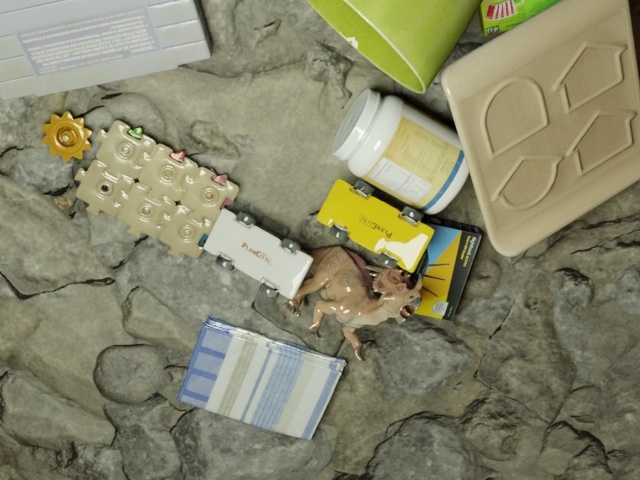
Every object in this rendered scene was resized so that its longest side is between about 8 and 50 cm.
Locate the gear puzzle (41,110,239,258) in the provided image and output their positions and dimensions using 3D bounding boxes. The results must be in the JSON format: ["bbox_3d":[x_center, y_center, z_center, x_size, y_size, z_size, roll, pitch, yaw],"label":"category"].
[{"bbox_3d":[-0.321,-0.108,1.512,0.338,0.044,0.175,29,109,-13],"label":"gear puzzle"}]

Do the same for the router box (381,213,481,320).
[{"bbox_3d":[0.196,0.046,1.582,0.133,0.046,0.179,12,115,-5],"label":"router box"}]

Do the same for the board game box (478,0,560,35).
[{"bbox_3d":[0.335,-0.388,1.375,0.181,0.043,0.092,-12,116,6],"label":"board game box"}]

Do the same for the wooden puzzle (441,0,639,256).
[{"bbox_3d":[0.359,-0.190,1.396,0.322,0.080,0.348,-31,122,-9],"label":"wooden puzzle"}]

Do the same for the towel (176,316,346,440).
[{"bbox_3d":[-0.114,0.268,1.698,0.285,0.034,0.209,18,117,-6],"label":"towel"}]

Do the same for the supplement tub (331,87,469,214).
[{"bbox_3d":[0.133,-0.146,1.436,0.199,0.144,0.144,28,113,-12],"label":"supplement tub"}]

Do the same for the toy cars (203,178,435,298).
[{"bbox_3d":[0.000,0.000,1.482,0.393,0.087,0.177,-13,83,16],"label":"toy cars"}]

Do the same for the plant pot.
[{"bbox_3d":[0.143,-0.412,1.267,0.275,0.275,0.293,40,93,-17],"label":"plant pot"}]

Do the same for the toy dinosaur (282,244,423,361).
[{"bbox_3d":[0.052,0.073,1.538,0.295,0.127,0.200,44,103,27],"label":"toy dinosaur"}]

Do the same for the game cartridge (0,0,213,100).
[{"bbox_3d":[-0.363,-0.346,1.356,0.354,0.068,0.230,-10,136,5],"label":"game cartridge"}]
